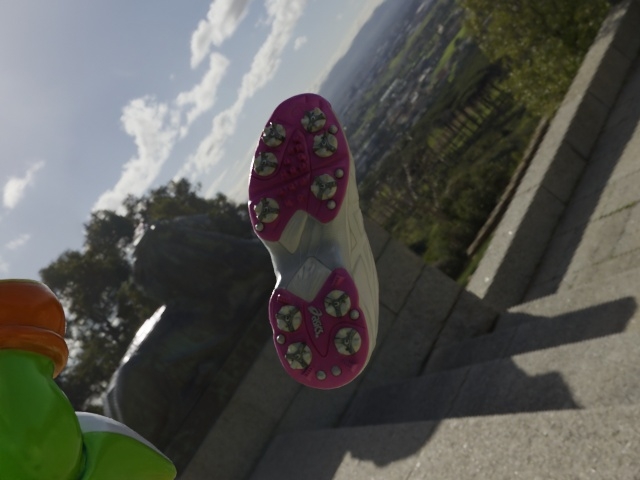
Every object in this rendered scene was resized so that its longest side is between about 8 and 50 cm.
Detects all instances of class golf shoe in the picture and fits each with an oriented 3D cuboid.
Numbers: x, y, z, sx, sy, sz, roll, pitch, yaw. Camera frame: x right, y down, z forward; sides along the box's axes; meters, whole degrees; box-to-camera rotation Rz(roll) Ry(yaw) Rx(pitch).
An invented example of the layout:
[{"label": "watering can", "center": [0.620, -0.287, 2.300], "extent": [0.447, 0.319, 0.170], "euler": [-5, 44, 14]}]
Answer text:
[{"label": "golf shoe", "center": [0.000, 0.000, 0.718], "extent": [0.140, 0.115, 0.307], "euler": [23, -120, -69]}]

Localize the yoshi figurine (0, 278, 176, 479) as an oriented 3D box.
[{"label": "yoshi figurine", "center": [-0.180, 0.204, 0.331], "extent": [0.203, 0.362, 0.203], "euler": [-32, -29, 0]}]
